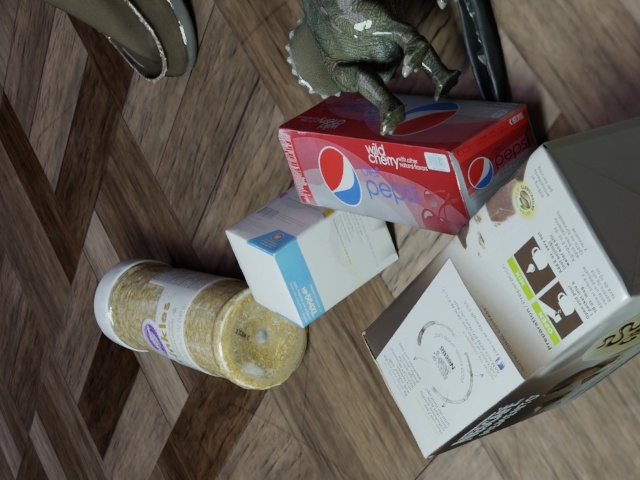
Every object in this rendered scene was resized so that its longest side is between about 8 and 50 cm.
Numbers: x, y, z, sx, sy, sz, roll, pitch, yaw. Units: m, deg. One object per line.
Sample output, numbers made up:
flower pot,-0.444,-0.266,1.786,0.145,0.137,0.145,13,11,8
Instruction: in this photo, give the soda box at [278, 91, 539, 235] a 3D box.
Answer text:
soda box,0.073,-0.072,1.105,0.263,0.092,0.083,15,131,55

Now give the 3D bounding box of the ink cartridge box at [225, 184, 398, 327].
ink cartridge box,0.000,0.000,1.240,0.092,0.143,0.090,25,142,52

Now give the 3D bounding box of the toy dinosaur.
toy dinosaur,0.035,-0.192,1.030,0.160,0.121,0.313,39,157,23

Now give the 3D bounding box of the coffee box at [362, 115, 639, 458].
coffee box,0.175,0.036,0.927,0.119,0.168,0.297,63,148,18

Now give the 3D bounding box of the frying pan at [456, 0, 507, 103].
frying pan,0.083,-0.277,1.053,0.197,0.053,0.326,31,126,51

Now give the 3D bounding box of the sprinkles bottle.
sprinkles bottle,-0.154,0.094,1.548,0.355,0.121,0.121,7,110,57

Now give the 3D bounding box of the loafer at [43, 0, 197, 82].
loafer,-0.291,-0.310,1.448,0.366,0.130,0.134,49,154,-20
